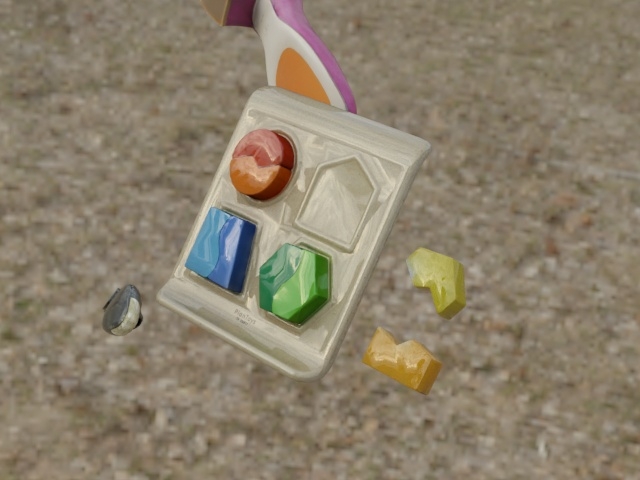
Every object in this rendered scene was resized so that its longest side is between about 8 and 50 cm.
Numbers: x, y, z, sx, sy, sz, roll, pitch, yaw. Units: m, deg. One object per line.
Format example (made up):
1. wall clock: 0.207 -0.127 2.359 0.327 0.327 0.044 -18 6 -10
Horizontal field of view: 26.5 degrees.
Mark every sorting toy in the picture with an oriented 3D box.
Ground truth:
1. sorting toy: 0.000 0.000 1.151 0.307 0.229 0.041 25 -3 41

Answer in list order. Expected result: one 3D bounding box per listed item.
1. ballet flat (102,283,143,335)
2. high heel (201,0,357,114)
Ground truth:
1. ballet flat: -0.212 0.080 1.509 0.049 0.057 0.173 37 -4 -9
2. high heel: -0.010 -0.186 1.317 0.117 0.082 0.244 -10 39 -38
